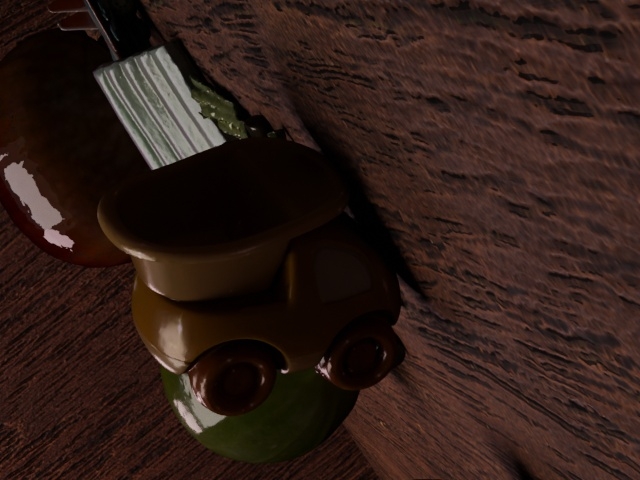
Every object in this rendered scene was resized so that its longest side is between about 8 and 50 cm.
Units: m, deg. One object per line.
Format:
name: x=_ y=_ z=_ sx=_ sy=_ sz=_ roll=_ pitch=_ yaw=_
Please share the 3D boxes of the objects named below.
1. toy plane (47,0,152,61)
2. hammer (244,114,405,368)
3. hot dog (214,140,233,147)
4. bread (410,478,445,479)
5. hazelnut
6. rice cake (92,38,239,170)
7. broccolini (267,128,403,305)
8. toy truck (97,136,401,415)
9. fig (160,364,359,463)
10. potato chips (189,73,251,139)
toy plane: x=-0.272 y=-0.268 z=2.124 sx=0.326 sy=0.104 sz=0.223 roll=49 pitch=172 yaw=22
hammer: x=0.000 y=0.000 z=1.763 sx=0.365 sy=0.043 sz=0.111 roll=62 pitch=173 yaw=-31
hot dog: x=-0.088 y=-0.049 z=1.754 sx=0.268 sy=0.075 sz=0.144 roll=-63 pitch=-48 yaw=-85
bread: x=0.199 y=0.381 z=1.569 sx=0.340 sy=0.179 sz=0.194 roll=57 pitch=172 yaw=7
hazelnut: x=-0.369 y=-0.163 z=2.462 sx=0.409 sy=0.359 sz=0.359 roll=61 pitch=173 yaw=-12
rice cake: x=-0.204 y=-0.169 z=2.009 sx=0.189 sy=0.037 sz=0.198 roll=-10 pitch=115 yaw=41
broccolini: x=0.009 y=-0.014 z=1.587 sx=0.239 sy=0.051 sz=0.054 roll=57 pitch=-142 yaw=-4
toy truck: x=-0.064 y=0.033 z=1.434 sx=0.204 sy=0.288 sz=0.212 roll=-131 pitch=34 yaw=-53
fig: x=-0.062 y=0.163 z=2.048 sx=0.316 sy=0.316 sz=0.316 roll=55 pitch=174 yaw=9
potato chips: x=-0.118 y=-0.153 z=1.861 sx=0.207 sy=0.028 sz=0.092 roll=36 pitch=158 yaw=59
